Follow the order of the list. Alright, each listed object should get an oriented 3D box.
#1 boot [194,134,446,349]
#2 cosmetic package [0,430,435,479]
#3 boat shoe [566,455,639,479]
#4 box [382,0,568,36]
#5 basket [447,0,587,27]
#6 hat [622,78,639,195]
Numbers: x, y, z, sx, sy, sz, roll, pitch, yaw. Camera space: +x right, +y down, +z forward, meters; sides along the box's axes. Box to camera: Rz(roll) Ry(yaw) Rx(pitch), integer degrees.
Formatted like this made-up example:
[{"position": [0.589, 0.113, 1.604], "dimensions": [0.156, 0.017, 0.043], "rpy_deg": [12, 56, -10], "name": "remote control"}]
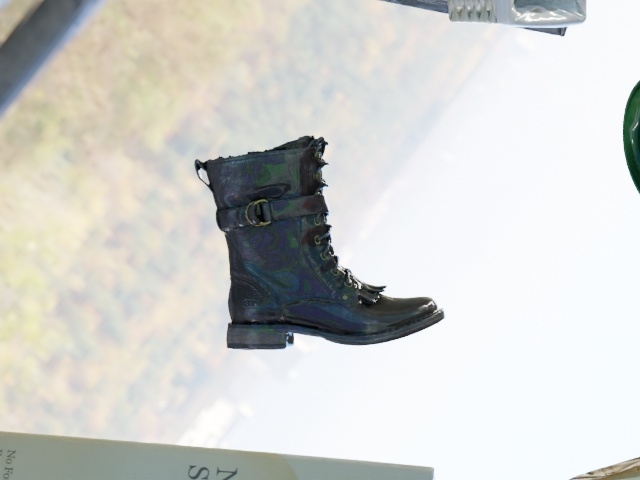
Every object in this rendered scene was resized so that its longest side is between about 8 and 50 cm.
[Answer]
[{"position": [0.000, 0.000, 1.992], "dimensions": [0.091, 0.263, 0.229], "rpy_deg": [157, -71, -87], "name": "boot"}, {"position": [-0.082, 0.221, 1.208], "dimensions": [0.113, 0.309, 0.160], "rpy_deg": [75, 18, -68], "name": "cosmetic package"}, {"position": [0.255, 0.181, 1.323], "dimensions": [0.170, 0.059, 0.063], "rpy_deg": [-17, -177, 12], "name": "boat shoe"}, {"position": [0.158, -0.345, 2.105], "dimensions": [0.257, 0.322, 0.079], "rpy_deg": [-54, 153, -54], "name": "box"}, {"position": [0.198, -0.301, 1.891], "dimensions": [0.113, 0.167, 0.103], "rpy_deg": [-6, -173, -36], "name": "basket"}, {"position": [0.358, -0.095, 1.476], "dimensions": [0.183, 0.173, 0.208], "rpy_deg": [131, -30, -55], "name": "hat"}]
